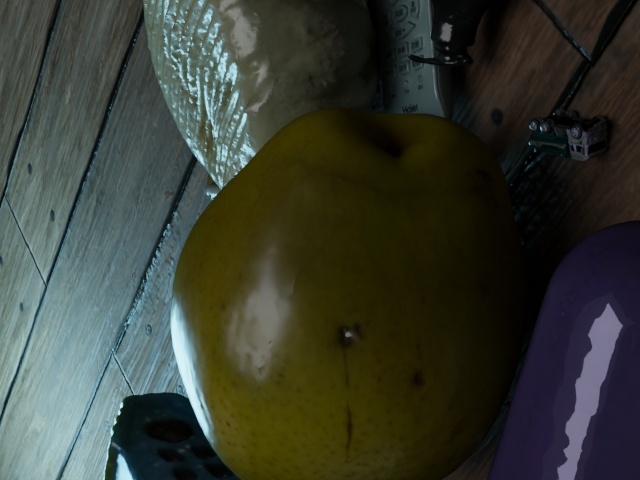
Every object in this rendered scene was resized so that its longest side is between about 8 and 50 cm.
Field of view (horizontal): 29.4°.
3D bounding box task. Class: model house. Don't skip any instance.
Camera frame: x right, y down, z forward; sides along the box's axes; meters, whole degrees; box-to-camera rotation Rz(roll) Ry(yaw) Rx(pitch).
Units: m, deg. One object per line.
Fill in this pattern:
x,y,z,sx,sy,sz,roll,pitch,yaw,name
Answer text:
-0.215,0.373,1.722,0.303,0.215,0.237,40,126,49,model house

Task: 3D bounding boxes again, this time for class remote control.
0.102,-0.261,1.328,0.103,0.051,0.293,-9,86,60,remote control

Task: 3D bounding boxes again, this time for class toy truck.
0.238,-0.100,1.175,0.083,0.039,0.044,20,127,53,toy truck

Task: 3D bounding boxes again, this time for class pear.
0.026,0.072,1.218,0.362,0.362,0.418,43,130,42,pear

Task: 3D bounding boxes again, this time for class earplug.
0.245,0.203,1.071,0.215,0.215,0.456,29,114,49,earplug

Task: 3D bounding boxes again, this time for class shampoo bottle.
0.152,-0.311,1.210,0.101,0.101,0.284,31,119,48,shampoo bottle

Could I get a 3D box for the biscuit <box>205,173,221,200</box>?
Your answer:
-0.124,-0.190,1.655,0.197,0.049,0.302,-4,90,52,biscuit

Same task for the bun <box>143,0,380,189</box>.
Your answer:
-0.060,-0.223,1.416,0.365,0.219,0.365,48,147,46,bun
